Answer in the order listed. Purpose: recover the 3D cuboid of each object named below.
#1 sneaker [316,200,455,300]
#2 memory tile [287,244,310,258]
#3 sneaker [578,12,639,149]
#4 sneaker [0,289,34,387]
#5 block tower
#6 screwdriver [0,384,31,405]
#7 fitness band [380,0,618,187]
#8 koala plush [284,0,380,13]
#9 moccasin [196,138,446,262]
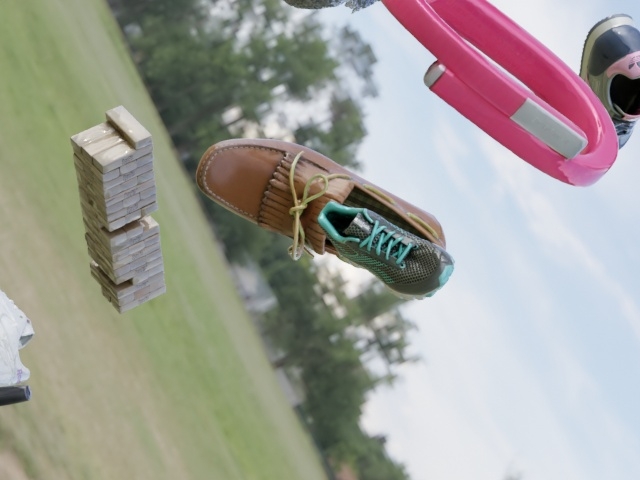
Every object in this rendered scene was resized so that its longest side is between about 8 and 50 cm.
[{"bbox_3d":[0.057,0.006,1.396,0.166,0.065,0.076,21,-14,45],"label":"sneaker"},{"bbox_3d":[0.000,0.000,2.353,0.148,0.113,0.012,75,-8,-85],"label":"memory tile"},{"bbox_3d":[0.491,-0.223,2.383,0.319,0.112,0.131,75,-5,-55],"label":"sneaker"},{"bbox_3d":[-0.589,0.129,2.512,0.114,0.152,0.305,-47,-129,47],"label":"sneaker"},{"bbox_3d":[-0.309,-0.041,2.207,0.091,0.097,0.335,42,-34,34],"label":"block tower"},{"bbox_3d":[-0.425,0.189,1.703,0.025,0.170,0.024,-80,161,-57],"label":"screwdriver"},{"bbox_3d":[0.170,-0.161,1.369,0.291,0.054,0.209,35,25,-16],"label":"fitness band"},{"bbox_3d":[0.047,-0.333,1.623,0.221,0.196,0.203,16,59,-51],"label":"koala plush"},{"bbox_3d":[0.004,-0.038,2.051,0.380,0.139,0.147,28,9,-12],"label":"moccasin"}]
